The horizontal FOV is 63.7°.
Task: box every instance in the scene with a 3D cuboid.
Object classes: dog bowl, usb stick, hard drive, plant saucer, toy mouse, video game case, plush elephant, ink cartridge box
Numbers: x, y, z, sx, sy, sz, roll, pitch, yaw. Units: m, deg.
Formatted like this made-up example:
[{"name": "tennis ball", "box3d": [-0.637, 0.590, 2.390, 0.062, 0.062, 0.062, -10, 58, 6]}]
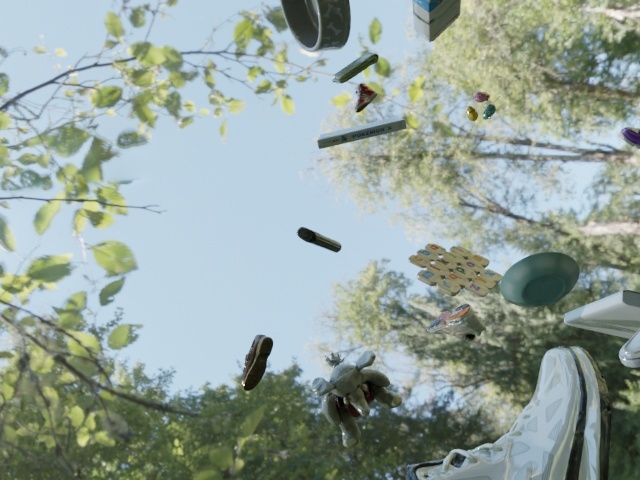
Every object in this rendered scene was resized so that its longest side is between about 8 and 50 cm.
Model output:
[{"name": "dog bowl", "box3d": [-0.031, -0.788, 1.700, 0.102, 0.349, 0.348, -26, -61, -16]}, {"name": "usb stick", "box3d": [0.000, 0.000, 1.831, 0.045, 0.077, 0.278, -66, -24, 1]}, {"name": "hard drive", "box3d": [0.921, 0.228, 1.536, 0.353, 0.233, 0.047, 88, -165, -72]}, {"name": "plant saucer", "box3d": [0.550, 0.112, 1.281, 0.037, 0.195, 0.195, -90, -24, -50]}, {"name": "toy mouse", "box3d": [0.618, -0.505, 1.935, 0.143, 0.031, 0.161, -25, -56, 3]}, {"name": "video game case", "box3d": [0.141, -0.391, 1.852, 0.329, 0.300, 0.036, -82, -21, -75]}, {"name": "plush elephant", "box3d": [0.113, 0.530, 1.822, 0.272, 0.330, 0.255, -33, -15, -5]}, {"name": "ink cartridge box", "box3d": [0.356, -0.725, 1.571, 0.140, 0.082, 0.190, -44, -18, -2]}]

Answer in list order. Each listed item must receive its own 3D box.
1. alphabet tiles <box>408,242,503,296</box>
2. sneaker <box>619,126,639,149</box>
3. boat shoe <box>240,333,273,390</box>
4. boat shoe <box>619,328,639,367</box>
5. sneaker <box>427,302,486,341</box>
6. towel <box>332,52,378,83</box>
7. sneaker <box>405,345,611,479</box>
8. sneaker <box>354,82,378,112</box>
[{"name": "alphabet tiles", "box3d": [0.442, 0.095, 1.700, 0.284, 0.278, 0.021, -28, -44, -44]}, {"name": "sneaker", "box3d": [0.862, -0.276, 1.321, 0.071, 0.170, 0.068, 87, -166, -49]}, {"name": "boat shoe", "box3d": [-0.205, 0.377, 1.603, 0.064, 0.060, 0.177, 27, -98, -46]}, {"name": "boat shoe", "box3d": [0.815, 0.201, 1.231, 0.258, 0.095, 0.084, -35, -76, -6]}, {"name": "sneaker", "box3d": [0.476, 0.313, 1.814, 0.099, 0.262, 0.121, -41, -92, -24]}, {"name": "towel", "box3d": [0.106, -0.532, 1.594, 0.148, 0.110, 0.027, -35, -65, 4]}, {"name": "sneaker", "box3d": [0.269, 0.309, 0.761, 0.447, 0.258, 0.169, -58, -29, -46]}, {"name": "sneaker", "box3d": [0.127, -0.458, 1.648, 0.067, 0.042, 0.118, 43, -124, 2]}]
